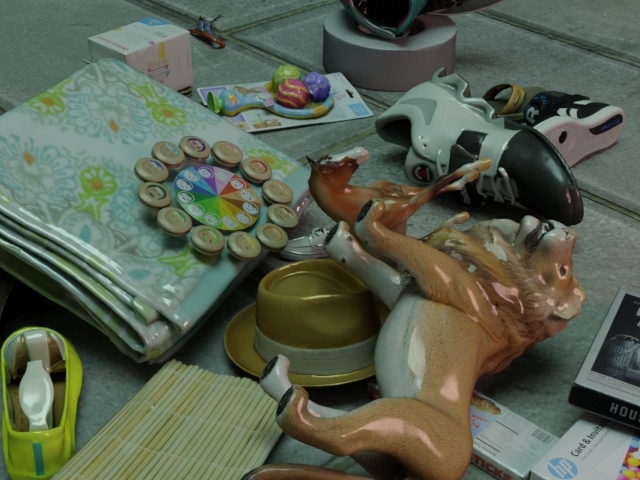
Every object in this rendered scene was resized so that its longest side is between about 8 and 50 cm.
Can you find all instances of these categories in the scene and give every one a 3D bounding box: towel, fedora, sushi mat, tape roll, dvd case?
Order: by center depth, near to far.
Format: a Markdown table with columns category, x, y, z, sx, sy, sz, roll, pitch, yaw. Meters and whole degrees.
| category | x | y | z | sx | sy | sz | roll | pitch | yaw |
| --- | --- | --- | --- | --- | --- | --- | --- | --- | --- |
| sushi mat | -0.125 | 0.180 | 0.833 | 0.151 | 0.019 | 0.316 | 10 | 19 | 12 |
| dvd case | 0.350 | 0.123 | 0.960 | 0.179 | 0.030 | 0.238 | 18 | 27 | 20 |
| fedora | -0.004 | 0.071 | 1.007 | 0.194 | 0.079 | 0.194 | -3 | 27 | 2 |
| towel | -0.206 | -0.057 | 1.113 | 0.320 | 0.090 | 0.374 | 33 | 38 | 6 |
| tape roll | 0.113 | -0.322 | 1.654 | 0.219 | 0.072 | 0.219 | 1 | 32 | 0 |

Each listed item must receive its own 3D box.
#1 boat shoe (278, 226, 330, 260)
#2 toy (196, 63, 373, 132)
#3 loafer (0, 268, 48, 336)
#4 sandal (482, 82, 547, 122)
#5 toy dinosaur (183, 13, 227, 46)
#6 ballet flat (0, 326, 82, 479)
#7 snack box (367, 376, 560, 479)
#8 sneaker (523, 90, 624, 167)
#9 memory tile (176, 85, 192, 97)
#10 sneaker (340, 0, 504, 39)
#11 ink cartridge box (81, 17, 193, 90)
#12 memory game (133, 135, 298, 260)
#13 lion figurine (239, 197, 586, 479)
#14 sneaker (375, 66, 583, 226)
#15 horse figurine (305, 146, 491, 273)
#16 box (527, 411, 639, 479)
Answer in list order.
| category | x | y | z | sx | sy | sz | roll | pitch | yaw |
| --- | --- | --- | --- | --- | --- | --- | --- | --- | --- |
| boat shoe | 0.000 | 0.000 | 1.176 | 0.100 | 0.035 | 0.035 | -2 | 33 | -6 |
| toy | -0.053 | -0.223 | 1.501 | 0.237 | 0.056 | 0.137 | -12 | 42 | -17 |
| loafer | -0.315 | 0.043 | 1.072 | 0.078 | 0.080 | 0.220 | 21 | 41 | 11 |
| sandal | 0.268 | -0.208 | 1.499 | 0.180 | 0.049 | 0.072 | -14 | 36 | -23 |
| toy dinosaur | -0.194 | -0.355 | 1.745 | 0.090 | 0.047 | 0.082 | -28 | 39 | 16 |
| ballet flat | -0.259 | 0.129 | 0.925 | 0.077 | 0.077 | 0.231 | -8 | 33 | -12 |
| snack box | 0.130 | 0.164 | 0.935 | 0.178 | 0.022 | 0.064 | 28 | 43 | 35 |
| sneaker | 0.315 | -0.156 | 1.405 | 0.216 | 0.079 | 0.121 | -17 | 33 | -40 |
| memory tile | -0.282 | -0.230 | 1.549 | 0.148 | 0.012 | 0.113 | 17 | 35 | 24 |
| sneaker | 0.166 | -0.391 | 1.577 | 0.295 | 0.124 | 0.178 | -2 | 27 | 9 |
| ink cartridge box | -0.276 | -0.265 | 1.507 | 0.092 | 0.090 | 0.143 | 27 | 41 | 35 |
| memory game | -0.109 | -0.049 | 1.080 | 0.186 | 0.012 | 0.186 | 17 | 40 | -14 |
| lion figurine | 0.093 | 0.109 | 0.883 | 0.240 | 0.142 | 0.392 | 35 | 56 | -11 |
| sneaker | 0.191 | -0.093 | 1.278 | 0.146 | 0.122 | 0.330 | -31 | 42 | -14 |
| horse figurine | 0.081 | -0.012 | 1.041 | 0.174 | 0.263 | 0.066 | -17 | 59 | -7 |
| box | 0.291 | 0.213 | 0.850 | 0.186 | 0.038 | 0.145 | 25 | 39 | 34 |
